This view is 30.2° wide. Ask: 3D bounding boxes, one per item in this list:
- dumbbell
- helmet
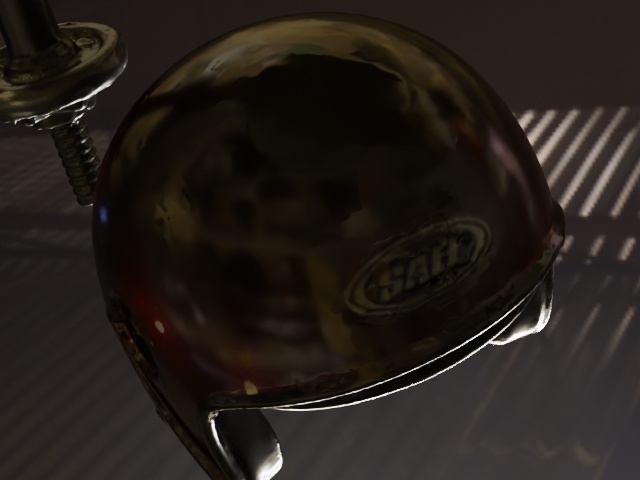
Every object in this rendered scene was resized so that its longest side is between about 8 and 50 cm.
[{"bbox_3d":[-0.143,-0.127,0.534,0.081,0.254,0.081,-11,-149,7],"label":"dumbbell"},{"bbox_3d":[0.000,0.000,0.510,0.189,0.193,0.216,-27,-163,-15],"label":"helmet"}]
